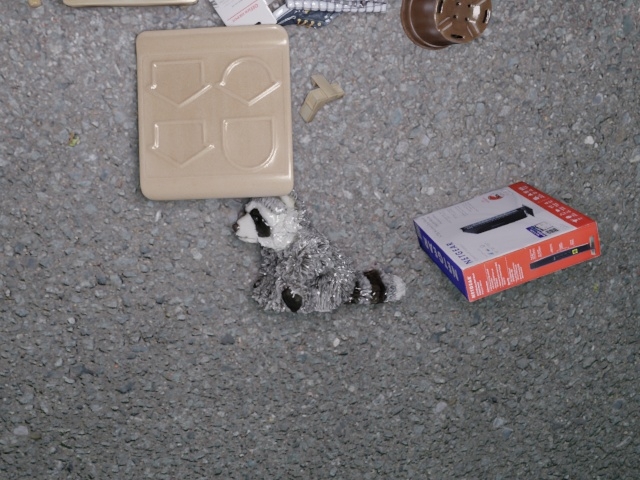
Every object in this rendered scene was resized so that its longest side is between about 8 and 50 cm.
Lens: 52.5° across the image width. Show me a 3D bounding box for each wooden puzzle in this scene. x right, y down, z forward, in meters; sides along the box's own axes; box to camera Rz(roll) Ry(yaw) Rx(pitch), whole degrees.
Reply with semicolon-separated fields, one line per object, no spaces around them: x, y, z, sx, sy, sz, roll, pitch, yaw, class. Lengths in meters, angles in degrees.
-0.218;-0.262;1.363;0.322;0.080;0.348;-2;94;4;wooden puzzle

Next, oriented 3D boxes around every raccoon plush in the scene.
0.000;0.000;1.538;0.446;0.216;0.299;-3;96;-42;raccoon plush

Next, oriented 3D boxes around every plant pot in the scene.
0.274;-0.489;1.383;0.167;0.165;0.167;-3;109;-10;plant pot

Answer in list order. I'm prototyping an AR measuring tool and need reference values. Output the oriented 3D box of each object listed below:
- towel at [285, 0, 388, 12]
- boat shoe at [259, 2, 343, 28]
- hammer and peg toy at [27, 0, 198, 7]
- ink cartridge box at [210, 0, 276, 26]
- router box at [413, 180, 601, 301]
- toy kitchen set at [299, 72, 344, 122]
0.035;-0.608;1.291;0.235;0.121;0.284;0;94;-12;towel
-0.035;-0.477;1.380;0.183;0.065;0.083;-32;108;-1;boat shoe
-0.417;-0.561;1.217;0.361;0.127;0.266;-4;93;-6;hammer and peg toy
-0.169;-0.508;1.328;0.104;0.060;0.180;-24;114;26;ink cartridge box
0.409;-0.010;1.484;0.301;0.335;0.082;-19;112;-4;router box
-0.007;-0.324;1.463;0.083;0.075;0.068;-27;73;-35;toy kitchen set
